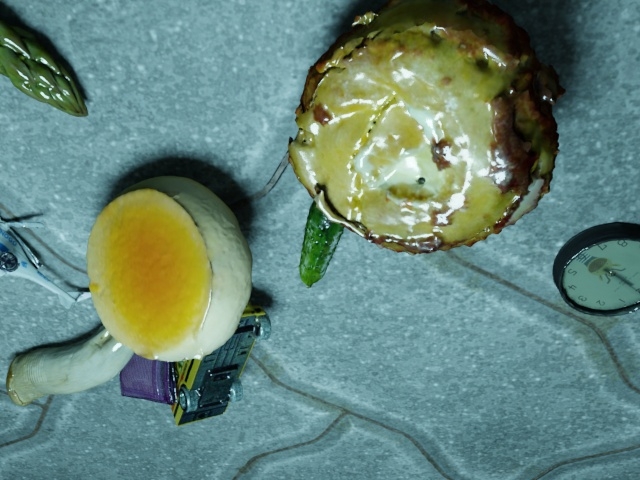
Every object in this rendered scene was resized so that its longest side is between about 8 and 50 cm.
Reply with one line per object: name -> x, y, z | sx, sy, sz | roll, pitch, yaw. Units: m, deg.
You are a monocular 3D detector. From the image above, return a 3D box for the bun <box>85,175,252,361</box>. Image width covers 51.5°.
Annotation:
bun -> -0.226, 0.047, 1.078 | 0.298, 0.164, 0.299 | 5, 99, 31

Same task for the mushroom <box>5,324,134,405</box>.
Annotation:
mushroom -> -0.503, 0.249, 1.348 | 0.351, 0.095, 0.123 | -24, 82, 22

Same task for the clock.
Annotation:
clock -> 0.483, 0.053, 1.102 | 0.184, 0.040, 0.185 | 4, 130, 4

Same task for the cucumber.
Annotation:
cucumber -> 0.000, 0.000, 1.101 | 0.069, 0.069, 0.227 | 13, 132, -4

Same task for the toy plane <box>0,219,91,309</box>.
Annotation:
toy plane -> -0.544, 0.049, 1.186 | 0.181, 0.107, 0.273 | -7, 133, 19

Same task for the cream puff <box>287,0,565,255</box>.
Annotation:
cream puff -> 0.141, -0.144, 0.855 | 0.350, 0.228, 0.351 | 11, 118, 23

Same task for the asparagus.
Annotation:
asparagus -> -0.438, -0.272, 0.921 | 0.080, 0.080, 0.287 | -29, 122, 27

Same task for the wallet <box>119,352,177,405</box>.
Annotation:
wallet -> -0.346, 0.264, 1.318 | 0.165, 0.030, 0.111 | -3, 95, 39

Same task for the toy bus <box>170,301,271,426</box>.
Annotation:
toy bus -> -0.205, 0.225, 1.269 | 0.121, 0.123, 0.336 | -5, 137, -31
